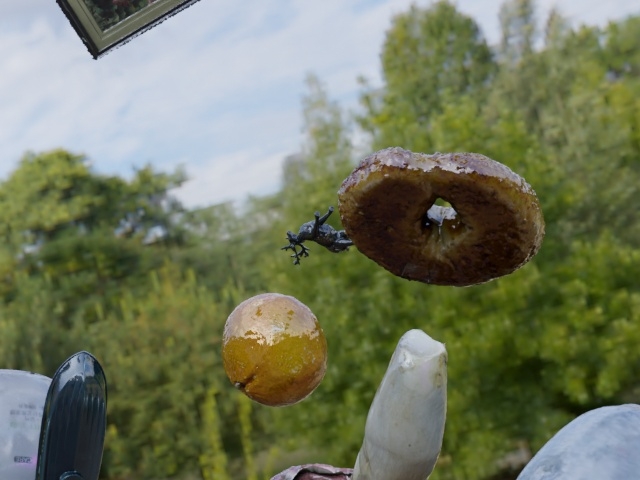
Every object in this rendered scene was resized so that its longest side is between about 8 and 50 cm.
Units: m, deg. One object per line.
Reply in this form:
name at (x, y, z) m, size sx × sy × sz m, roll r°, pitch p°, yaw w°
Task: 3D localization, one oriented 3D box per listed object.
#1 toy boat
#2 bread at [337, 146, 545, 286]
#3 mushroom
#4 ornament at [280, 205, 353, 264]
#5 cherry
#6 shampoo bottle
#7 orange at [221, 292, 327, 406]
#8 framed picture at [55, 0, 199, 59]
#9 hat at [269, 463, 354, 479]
toy boat at (-0.359, 0.270, 1.907) m, size 0.093 × 0.246 × 0.103 m, roll 3°, pitch 23°, yaw -20°
bread at (0.110, -0.024, 1.193) m, size 0.193 × 0.063 × 0.193 m, roll 9°, pitch -34°, yaw 6°
mushroom at (0.091, 0.245, 1.594) m, size 0.095 × 0.122 × 0.351 m, roll 6°, pitch -41°, yaw -7°
ornament at (0.000, 0.000, 1.578) m, size 0.073 × 0.028 × 0.125 m, roll 24°, pitch -34°, yaw -17°
cherry at (0.323, 0.325, 1.459) m, size 0.255 × 0.296 × 0.218 m, roll 26°, pitch -11°, yaw -25°
shampoo bottle at (-0.512, 0.362, 2.092) m, size 0.273 × 0.266 × 0.273 m, roll -5°, pitch -25°, yaw -2°
orange at (-0.072, 0.168, 1.997) m, size 0.155 × 0.177 × 0.178 m, roll -13°, pitch -6°, yaw -32°
framed picture at (-0.270, -0.370, 1.755) m, size 0.199 × 0.195 × 0.010 m, roll -29°, pitch 18°, yaw 5°
hat at (-0.038, 0.435, 1.900) m, size 0.286 × 0.236 × 0.107 m, roll 1°, pitch -1°, yaw 41°
